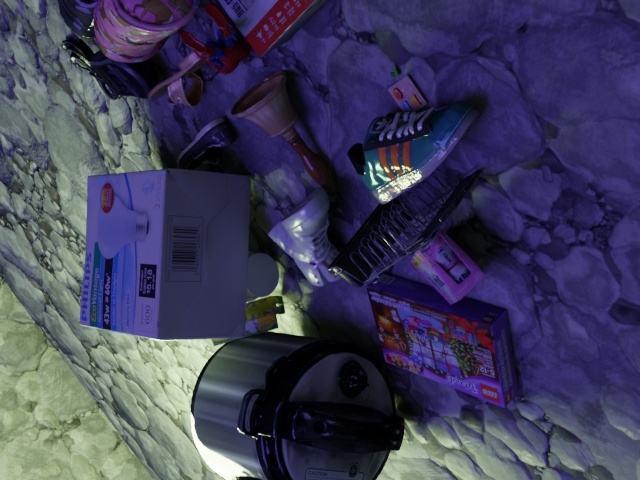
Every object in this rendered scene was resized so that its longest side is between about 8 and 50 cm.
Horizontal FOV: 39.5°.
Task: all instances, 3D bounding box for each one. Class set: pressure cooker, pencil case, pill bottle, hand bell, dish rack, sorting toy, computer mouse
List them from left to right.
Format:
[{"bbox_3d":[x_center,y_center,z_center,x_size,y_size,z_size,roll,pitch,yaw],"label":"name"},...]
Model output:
[{"bbox_3d":[-0.438,-0.381,1.949,0.272,0.072,0.188,18,154,48],"label":"computer mouse"},{"bbox_3d":[-0.320,-0.422,1.602,0.386,0.167,0.160,-175,75,-71],"label":"pencil case"},{"bbox_3d":[-0.198,0.084,2.072,0.221,0.121,0.121,-7,116,52],"label":"pill bottle"},{"bbox_3d":[-0.044,-0.186,1.675,0.126,0.126,0.242,-7,130,52],"label":"hand bell"},{"bbox_3d":[-0.043,0.387,1.957,0.420,0.370,0.375,0,120,49],"label":"pressure cooker"},{"bbox_3d":[0.133,-0.246,1.459,0.083,0.012,0.062,54,147,-5],"label":"sorting toy"},{"bbox_3d":[0.145,-0.033,1.486,0.074,0.208,0.271,43,147,-7],"label":"dish rack"}]

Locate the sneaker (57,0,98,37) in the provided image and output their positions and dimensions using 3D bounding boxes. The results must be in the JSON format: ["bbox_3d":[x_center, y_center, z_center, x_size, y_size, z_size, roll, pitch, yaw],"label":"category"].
[{"bbox_3d":[-0.546,-0.571,1.890,0.286,0.109,0.130,44,141,-6],"label":"sneaker"}]

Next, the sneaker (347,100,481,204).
[{"bbox_3d":[0.136,-0.159,1.446,0.121,0.108,0.302,44,149,-5],"label":"sneaker"}]

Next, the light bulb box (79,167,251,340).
[{"bbox_3d":[-0.348,0.029,1.970,0.361,0.225,0.357,0,87,50],"label":"light bulb box"}]

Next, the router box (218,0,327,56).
[{"bbox_3d":[-0.089,-0.500,1.415,0.301,0.082,0.335,53,147,-4],"label":"router box"}]

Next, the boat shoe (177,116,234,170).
[{"bbox_3d":[-0.246,-0.188,1.911,0.065,0.075,0.206,53,142,2],"label":"boat shoe"}]

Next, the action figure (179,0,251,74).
[{"bbox_3d":[-0.199,-0.371,1.574,0.139,0.091,0.280,45,-175,5],"label":"action figure"}]

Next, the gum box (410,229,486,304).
[{"bbox_3d":[0.215,0.047,1.521,0.107,0.062,0.188,46,178,7],"label":"gum box"}]

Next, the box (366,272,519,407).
[{"bbox_3d":[0.233,0.188,1.717,0.293,0.057,0.200,16,134,41],"label":"box"}]

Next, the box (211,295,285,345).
[{"bbox_3d":[-0.167,0.181,2.059,0.105,0.179,0.043,-106,-2,-67],"label":"box"}]

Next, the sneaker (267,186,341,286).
[{"bbox_3d":[0.000,0.000,1.759,0.169,0.108,0.292,49,164,-1],"label":"sneaker"}]

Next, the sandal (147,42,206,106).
[{"bbox_3d":[-0.272,-0.310,1.813,0.240,0.088,0.079,-29,96,51],"label":"sandal"}]
